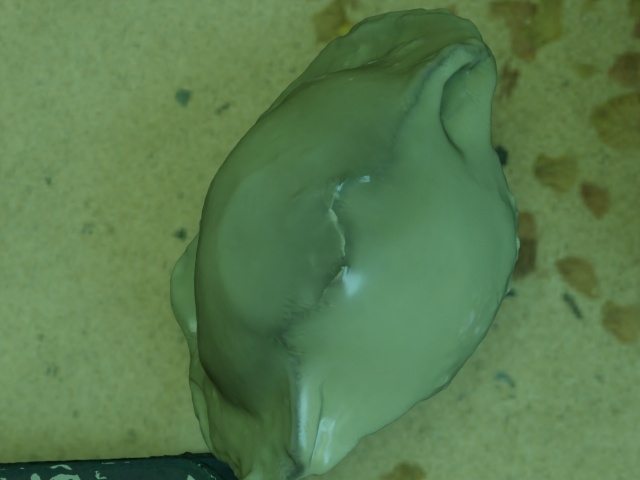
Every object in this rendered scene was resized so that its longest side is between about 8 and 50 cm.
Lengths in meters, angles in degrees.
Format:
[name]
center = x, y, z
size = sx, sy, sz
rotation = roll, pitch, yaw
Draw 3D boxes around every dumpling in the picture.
[dumpling]
center = 0.000, 0.000, 0.748
size = 0.193, 0.147, 0.258
rotation = 20, 84, 56

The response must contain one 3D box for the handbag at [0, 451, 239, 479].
[handbag]
center = -0.145, 0.200, 0.774
size = 0.229, 0.062, 0.179
rotation = -3, 81, 8
